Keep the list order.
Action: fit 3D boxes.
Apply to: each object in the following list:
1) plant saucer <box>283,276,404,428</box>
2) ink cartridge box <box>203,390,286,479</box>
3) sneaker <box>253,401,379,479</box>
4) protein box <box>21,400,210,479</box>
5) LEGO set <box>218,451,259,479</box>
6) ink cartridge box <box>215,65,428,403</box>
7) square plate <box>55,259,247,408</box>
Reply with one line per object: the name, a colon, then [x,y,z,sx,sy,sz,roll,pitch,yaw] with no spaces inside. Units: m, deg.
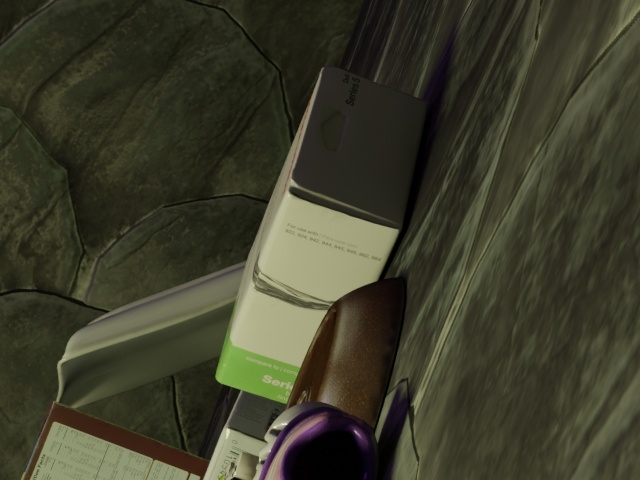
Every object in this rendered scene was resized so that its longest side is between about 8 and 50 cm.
plant saucer: [-0.004,0.171,1.447,0.310,0.050,0.311,-161,90,-84]
ink cartridge box: [-0.101,0.285,1.958,0.330,0.071,0.324,-64,-5,-68]
sneaker: [-0.018,0.214,1.182,0.104,0.095,0.236,139,152,-66]
protein box: [-0.250,0.303,2.093,0.200,0.201,0.136,106,-175,-78]
LEGO set: [-0.082,0.288,1.672,0.227,0.087,0.093,132,155,-61]
ink cartridge box: [0.000,0.000,1.673,0.198,0.114,0.273,-76,7,-47]
square plate: [-0.159,0.102,2.048,0.344,0.347,0.049,123,125,-72]
